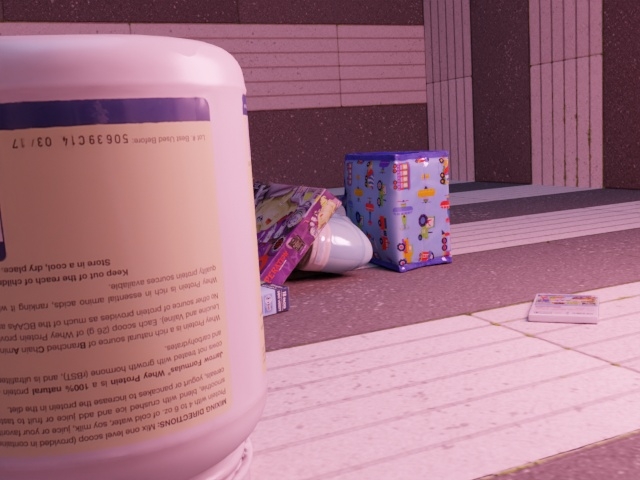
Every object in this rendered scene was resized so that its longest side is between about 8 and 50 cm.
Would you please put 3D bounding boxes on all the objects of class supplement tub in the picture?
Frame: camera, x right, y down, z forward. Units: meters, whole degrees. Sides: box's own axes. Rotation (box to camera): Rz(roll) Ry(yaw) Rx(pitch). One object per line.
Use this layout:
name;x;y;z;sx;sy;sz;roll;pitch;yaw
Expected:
supplement tub;-0.160;0.035;0.498;0.235;0.325;0.235;-3;8;0

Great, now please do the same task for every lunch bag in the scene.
lunch bag;0.121;-0.069;1.444;0.138;0.221;0.293;-8;10;-31

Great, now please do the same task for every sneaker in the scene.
sneaker;0.000;0.000;1.415;0.150;0.135;0.366;11;11;-18

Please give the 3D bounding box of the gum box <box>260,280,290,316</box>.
gum box;-0.167;0.094;1.070;0.184;0.041;0.157;-12;13;-41

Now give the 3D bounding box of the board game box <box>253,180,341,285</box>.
board game box;-0.108;-0.014;1.323;0.056;0.208;0.347;36;-10;-24

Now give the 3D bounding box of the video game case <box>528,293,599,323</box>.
video game case;0.338;0.093;0.972;0.087;0.011;0.122;-1;9;22
